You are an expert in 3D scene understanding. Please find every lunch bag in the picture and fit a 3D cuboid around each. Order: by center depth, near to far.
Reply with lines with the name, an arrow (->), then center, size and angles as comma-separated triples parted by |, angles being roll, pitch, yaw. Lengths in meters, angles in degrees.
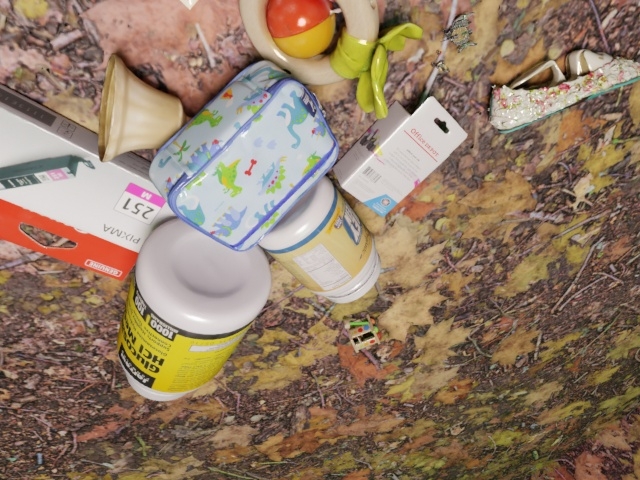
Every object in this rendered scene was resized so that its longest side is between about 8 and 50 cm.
lunch bag -> -0.085, -0.098, 0.536 | 0.219, 0.090, 0.176 | -45, 147, -3

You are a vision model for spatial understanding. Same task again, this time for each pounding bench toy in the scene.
pounding bench toy -> 0.092, 0.195, 0.918 | 0.065, 0.052, 0.083 | -22, 131, 4

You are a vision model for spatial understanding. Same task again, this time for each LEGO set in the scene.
LEGO set -> 0.185, -0.278, 0.579 | 0.054, 0.023, 0.083 | 28, 130, -29

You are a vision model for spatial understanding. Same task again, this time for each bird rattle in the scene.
bird rattle -> 0.000, -0.251, 0.458 | 0.206, 0.143, 0.253 | 0, 154, 28

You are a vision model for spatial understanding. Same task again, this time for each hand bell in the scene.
hand bell -> -0.154, -0.149, 0.558 | 0.241, 0.126, 0.126 | 4, 129, -34

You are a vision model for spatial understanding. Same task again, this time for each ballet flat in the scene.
ballet flat -> 0.366, -0.237, 0.622 | 0.240, 0.091, 0.077 | -22, 109, -1

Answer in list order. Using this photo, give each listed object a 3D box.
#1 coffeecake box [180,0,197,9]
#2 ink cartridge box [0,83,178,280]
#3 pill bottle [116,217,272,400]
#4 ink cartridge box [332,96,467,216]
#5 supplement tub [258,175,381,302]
coffeecake box -> -0.124, -0.355, 0.398 | 0.185, 0.068, 0.142 | -41, 126, 18
ink cartridge box -> -0.365, -0.046, 0.594 | 0.275, 0.060, 0.239 | 28, 116, -32
pill bottle -> -0.221, 0.132, 0.676 | 0.187, 0.188, 0.334 | 13, 136, -24
ink cartridge box -> 0.121, -0.136, 0.647 | 0.104, 0.062, 0.181 | 31, 116, -34
supplement tub -> 0.000, 0.000, 0.673 | 0.144, 0.144, 0.200 | -33, 130, 12
